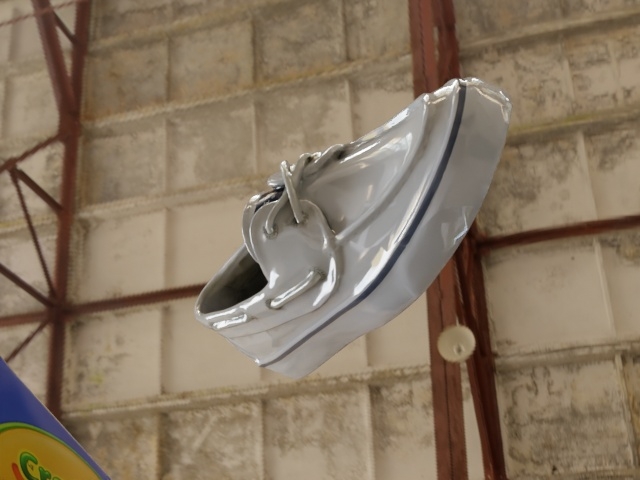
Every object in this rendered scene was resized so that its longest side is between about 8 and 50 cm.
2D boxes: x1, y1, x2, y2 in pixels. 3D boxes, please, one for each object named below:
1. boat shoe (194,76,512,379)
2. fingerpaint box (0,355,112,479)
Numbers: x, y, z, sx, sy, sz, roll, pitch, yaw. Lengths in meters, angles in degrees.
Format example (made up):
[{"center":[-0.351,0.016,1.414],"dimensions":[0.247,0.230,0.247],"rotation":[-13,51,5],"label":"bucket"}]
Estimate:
[{"center":[0.000,0.000,0.467],"dimensions":[0.084,0.258,0.095],"rotation":[24,-131,-14],"label":"boat shoe"},{"center":[-0.092,0.328,0.374],"dimensions":[0.163,0.445,0.371],"rotation":[-26,-146,3],"label":"fingerpaint box"}]
